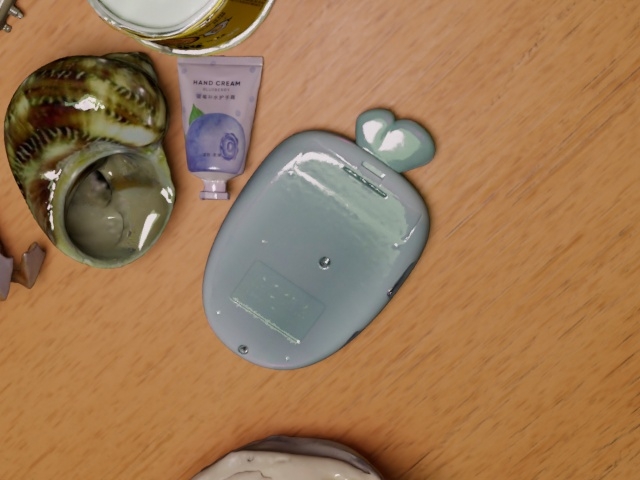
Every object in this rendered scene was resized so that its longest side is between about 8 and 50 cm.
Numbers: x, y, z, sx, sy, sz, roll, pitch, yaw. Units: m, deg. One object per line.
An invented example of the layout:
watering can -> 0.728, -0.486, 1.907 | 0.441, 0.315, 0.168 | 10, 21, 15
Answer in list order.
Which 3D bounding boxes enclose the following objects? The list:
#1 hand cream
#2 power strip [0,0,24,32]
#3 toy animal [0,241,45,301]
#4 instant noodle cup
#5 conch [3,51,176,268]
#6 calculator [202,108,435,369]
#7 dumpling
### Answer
hand cream -> -0.101, -0.109, 0.995 | 0.084, 0.053, 0.142 | 3, 94, 4
power strip -> -0.358, -0.259, 0.979 | 0.169, 0.028, 0.076 | 31, 103, -4
toy animal -> -0.379, 0.032, 1.033 | 0.179, 0.089, 0.188 | 14, 106, 17
instant noodle cup -> -0.131, -0.250, 0.905 | 0.182, 0.144, 0.182 | 1, 102, 4
conch -> -0.209, -0.089, 0.970 | 0.181, 0.124, 0.187 | -44, 122, 4
calculator -> 0.000, 0.000, 1.016 | 0.186, 0.041, 0.298 | 35, 105, -6
dumpling -> -0.030, 0.315, 1.063 | 0.318, 0.187, 0.243 | -15, 143, 15
